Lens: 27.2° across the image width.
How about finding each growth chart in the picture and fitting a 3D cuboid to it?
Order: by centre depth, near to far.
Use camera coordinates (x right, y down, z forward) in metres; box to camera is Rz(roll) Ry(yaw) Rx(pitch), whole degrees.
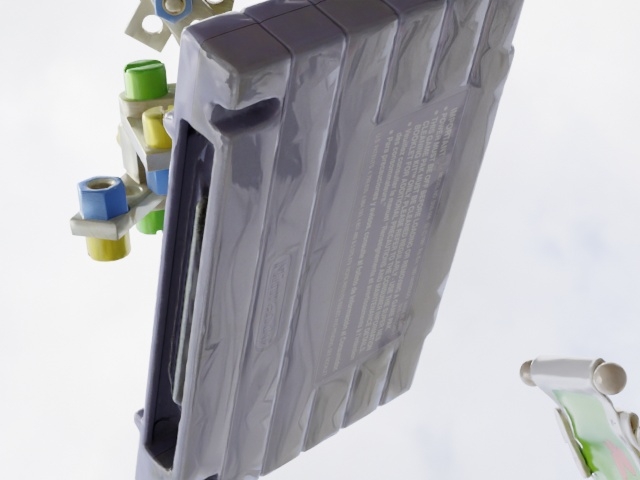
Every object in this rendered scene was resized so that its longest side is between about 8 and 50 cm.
[{"bbox_3d":[0.174,0.162,0.688,0.021,0.172,0.237,-23,-100,-9],"label":"growth chart"}]

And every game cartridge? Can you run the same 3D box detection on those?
[{"bbox_3d":[0.000,0.000,0.797,0.068,0.355,0.230,37,-134,27],"label":"game cartridge"}]

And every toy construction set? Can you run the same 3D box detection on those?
[{"bbox_3d":[-0.069,-0.108,0.964,0.215,0.151,0.328,-6,-141,-3],"label":"toy construction set"}]
